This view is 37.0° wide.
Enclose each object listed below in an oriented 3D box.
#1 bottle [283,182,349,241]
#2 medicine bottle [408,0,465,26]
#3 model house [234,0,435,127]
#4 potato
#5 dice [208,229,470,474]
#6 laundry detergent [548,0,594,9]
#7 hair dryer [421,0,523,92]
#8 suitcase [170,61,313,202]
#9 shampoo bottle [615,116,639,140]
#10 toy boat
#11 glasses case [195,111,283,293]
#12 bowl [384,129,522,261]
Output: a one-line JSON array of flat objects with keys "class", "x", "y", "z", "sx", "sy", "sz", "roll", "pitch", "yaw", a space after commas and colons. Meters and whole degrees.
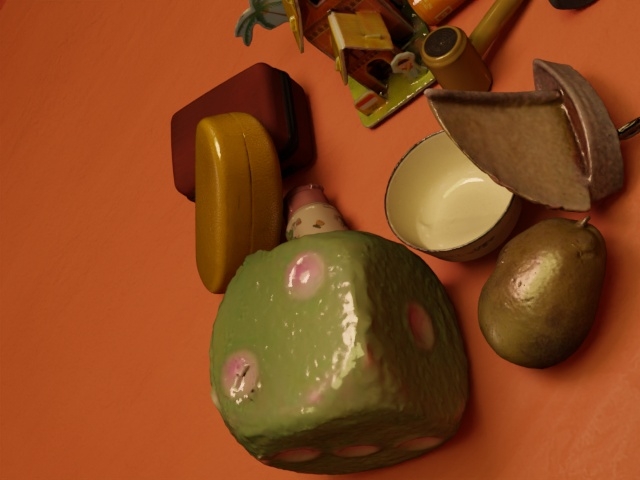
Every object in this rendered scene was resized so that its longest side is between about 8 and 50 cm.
[{"class": "bottle", "x": 0.000, "y": 0.000, "z": 1.806, "sx": 0.120, "sy": 0.120, "sz": 0.253, "roll": -42, "pitch": 48, "yaw": 19}, {"class": "medicine bottle", "x": 0.259, "y": -0.504, "z": 1.825, "sx": 0.192, "sy": 0.096, "sz": 0.096, "roll": -37, "pitch": 51, "yaw": 22}, {"class": "model house", "x": -0.009, "y": -0.401, "z": 1.850, "sx": 0.340, "sy": 0.324, "sz": 0.300, "roll": -34, "pitch": 51, "yaw": 25}, {"class": "potato", "x": 0.344, "y": 0.071, "z": 1.456, "sx": 0.174, "sy": 0.159, "sz": 0.251, "roll": 29, "pitch": 104, "yaw": 18}, {"class": "dice", "x": 0.029, "y": 0.192, "z": 1.552, "sx": 0.330, "sy": 0.322, "sz": 0.318, "roll": -24, "pitch": 56, "yaw": 29}, {"class": "laundry detergent", "x": 0.422, "y": -0.500, "z": 1.697, "sx": 0.097, "sy": 0.061, "sz": 0.206, "roll": -13, "pitch": 56, "yaw": 0}, {"class": "hair dryer", "x": 0.299, "y": -0.392, "z": 1.728, "sx": 0.090, "sy": 0.135, "sz": 0.278, "roll": 32, "pitch": 83, "yaw": 43}, {"class": "suitcase", "x": -0.169, "y": -0.216, "z": 2.016, "sx": 0.297, "sy": 0.161, "sz": 0.236, "roll": -26, "pitch": 57, "yaw": 30}, {"class": "shampoo bottle", "x": 0.556, "y": -0.103, "z": 1.408, "sx": 0.153, "sy": 0.071, "sz": 0.284, "roll": -45, "pitch": 46, "yaw": 12}, {"class": "toy boat", "x": 0.338, "y": -0.152, "z": 1.499, "sx": 0.276, "sy": 0.293, "sz": 0.111, "roll": 59, "pitch": 155, "yaw": 17}, {"class": "glasses case", "x": -0.155, "y": -0.061, "z": 1.852, "sx": 0.173, "sy": 0.141, "sz": 0.371, "roll": -130, "pitch": 37, "yaw": -51}, {"class": "bowl", "x": 0.237, "y": -0.061, "z": 1.609, "sx": 0.238, "sy": 0.126, "sz": 0.237, "roll": -16, "pitch": 56, "yaw": 25}]
